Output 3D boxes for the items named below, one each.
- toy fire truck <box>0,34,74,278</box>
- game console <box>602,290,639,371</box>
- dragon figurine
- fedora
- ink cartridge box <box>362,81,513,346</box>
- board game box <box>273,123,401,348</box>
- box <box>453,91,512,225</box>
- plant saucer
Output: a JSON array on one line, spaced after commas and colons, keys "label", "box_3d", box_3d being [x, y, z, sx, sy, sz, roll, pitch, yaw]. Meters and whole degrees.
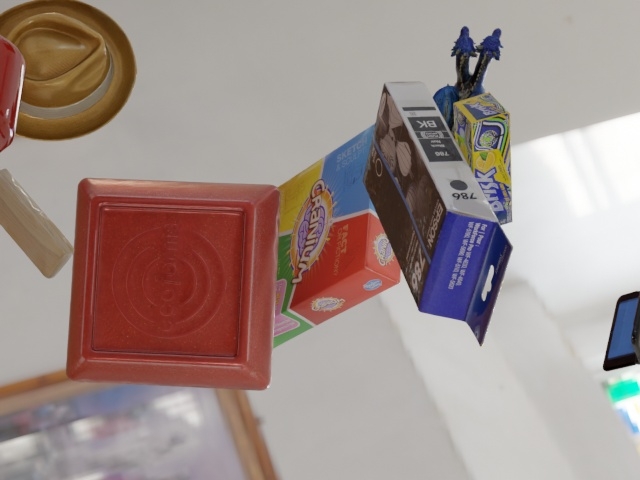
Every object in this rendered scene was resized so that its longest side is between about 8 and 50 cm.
[{"label": "toy fire truck", "box_3d": [-0.316, -0.085, 1.319, 0.217, 0.246, 0.158, -28, -130, 50]}, {"label": "game console", "box_3d": [0.418, 0.106, 2.009, 0.107, 0.071, 0.122, 56, 44, -51]}, {"label": "dragon figurine", "box_3d": [0.212, -0.190, 2.282, 0.144, 0.085, 0.289, 41, 67, -78]}, {"label": "fedora", "box_3d": [-0.309, -0.209, 1.713, 0.079, 0.194, 0.194, 127, -54, -73]}, {"label": "ink cartridge box", "box_3d": [0.136, -0.037, 1.818, 0.332, 0.065, 0.165, -114, -153, -47]}, {"label": "board game box", "box_3d": [0.000, 0.000, 2.164, 0.316, 0.064, 0.242, -31, -136, 45]}, {"label": "box", "box_3d": [0.206, -0.097, 1.865, 0.059, 0.054, 0.169, -122, -160, -51]}, {"label": "plant saucer", "box_3d": [-0.185, 0.051, 1.826, 0.048, 0.259, 0.258, 53, 40, -83]}]
